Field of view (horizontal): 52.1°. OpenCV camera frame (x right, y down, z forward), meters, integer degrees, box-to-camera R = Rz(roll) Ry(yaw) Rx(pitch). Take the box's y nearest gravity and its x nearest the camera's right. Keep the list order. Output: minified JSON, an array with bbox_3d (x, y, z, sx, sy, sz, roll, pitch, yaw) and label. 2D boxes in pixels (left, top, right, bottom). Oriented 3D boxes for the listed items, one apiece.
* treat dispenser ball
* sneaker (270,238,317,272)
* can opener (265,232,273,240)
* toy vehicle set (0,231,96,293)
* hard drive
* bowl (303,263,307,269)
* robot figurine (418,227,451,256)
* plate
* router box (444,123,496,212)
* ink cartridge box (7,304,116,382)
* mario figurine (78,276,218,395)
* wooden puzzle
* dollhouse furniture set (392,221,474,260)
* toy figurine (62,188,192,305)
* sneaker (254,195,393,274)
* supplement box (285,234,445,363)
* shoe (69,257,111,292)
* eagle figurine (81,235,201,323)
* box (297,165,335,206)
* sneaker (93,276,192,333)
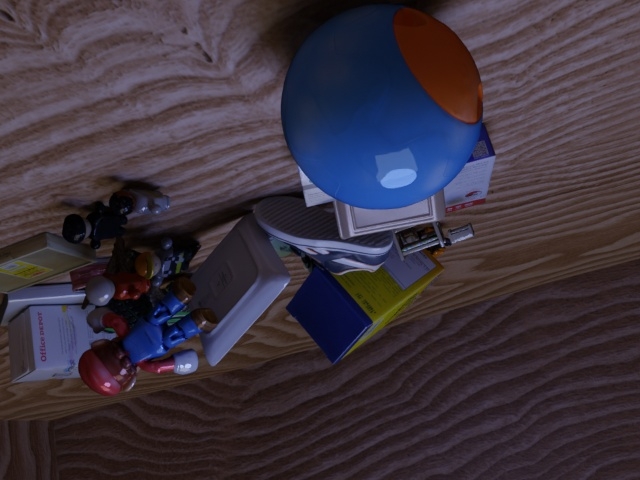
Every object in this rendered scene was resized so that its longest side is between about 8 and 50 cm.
[{"bbox_3d":[0.086,-0.187,0.939,0.288,0.288,0.288,-12,162,-4],"label":"treat dispenser ball"},{"bbox_3d":[-0.058,0.032,1.704,0.094,0.151,0.256,-5,161,-29],"label":"sneaker"},{"bbox_3d":[-0.108,-0.039,1.602,0.186,0.059,0.073,-26,158,33],"label":"can opener"},{"bbox_3d":[-0.679,0.057,1.508,0.266,0.035,0.166,-18,161,14],"label":"toy vehicle set"},{"bbox_3d":[-0.692,0.173,1.828,0.353,0.047,0.233,-3,159,-32],"label":"hard drive"},{"bbox_3d":[0.027,0.020,1.842,0.170,0.080,0.170,-12,162,-4],"label":"bowl"},{"bbox_3d":[0.255,0.019,1.999,0.291,0.085,0.211,-1,158,-32],"label":"robot figurine"},{"bbox_3d":[-0.211,0.097,1.489,0.045,0.277,0.278,31,107,-40],"label":"plate"},{"bbox_3d":[0.224,-0.129,1.540,0.335,0.082,0.301,-15,162,5],"label":"router box"},{"bbox_3d":[-0.703,0.280,1.785,0.232,0.171,0.168,5,154,-45],"label":"ink cartridge box"},{"bbox_3d":[-0.382,0.213,1.424,0.320,0.198,0.170,-34,144,7],"label":"mario figurine"},{"bbox_3d":[0.137,-0.125,1.368,0.238,0.044,0.221,-13,118,-2],"label":"wooden puzzle"},{"bbox_3d":[0.276,-0.042,1.613,0.181,0.101,0.161,-20,-175,17],"label":"dollhouse furniture set"},{"bbox_3d":[-0.385,0.008,1.297,0.209,0.213,0.148,-23,173,29],"label":"toy figurine"},{"bbox_3d":[0.000,0.000,1.506,0.321,0.126,0.127,16,141,7],"label":"sneaker"},{"bbox_3d":[0.121,0.124,1.700,0.356,0.194,0.195,-28,161,-42],"label":"supplement box"},{"bbox_3d":[-0.534,0.088,1.634,0.178,0.081,0.063,-1,158,-35],"label":"shoe"},{"bbox_3d":[-0.403,0.089,1.583,0.226,0.225,0.298,-33,147,12],"label":"eagle figurine"},{"bbox_3d":[0.025,-0.158,1.260,0.145,0.038,0.186,-13,134,-2],"label":"box"},{"bbox_3d":[-0.462,0.207,1.810,0.343,0.134,0.146,-6,141,-41],"label":"sneaker"}]
